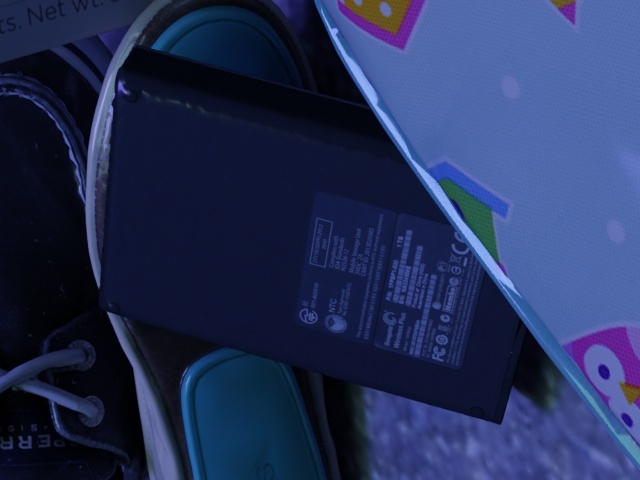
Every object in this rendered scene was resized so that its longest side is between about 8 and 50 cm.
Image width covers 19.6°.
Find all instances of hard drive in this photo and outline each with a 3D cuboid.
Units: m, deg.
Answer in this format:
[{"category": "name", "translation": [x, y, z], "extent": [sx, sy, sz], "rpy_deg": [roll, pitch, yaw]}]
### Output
[{"category": "hard drive", "translation": [0.000, 0.000, 0.564], "extent": [0.135, 0.022, 0.094], "rpy_deg": [15, 129, 7]}]

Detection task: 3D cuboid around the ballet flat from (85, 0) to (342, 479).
[{"category": "ballet flat", "translation": [-0.041, 0.016, 0.659], "extent": [0.086, 0.086, 0.248], "rpy_deg": [29, 131, 45]}]

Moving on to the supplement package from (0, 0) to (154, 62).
[{"category": "supplement package", "translation": [-0.149, -0.212, 0.588], "extent": [0.175, 0.177, 0.293], "rpy_deg": [20, 125, 50]}]

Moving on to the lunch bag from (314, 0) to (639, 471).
[{"category": "lunch bag", "translation": [0.116, -0.072, 0.347], "extent": [0.224, 0.108, 0.279], "rpy_deg": [52, 146, 16]}]

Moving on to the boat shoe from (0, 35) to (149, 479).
[{"category": "boat shoe", "translation": [-0.113, 0.060, 0.709], "extent": [0.102, 0.108, 0.301], "rpy_deg": [-111, 23, -65]}]
